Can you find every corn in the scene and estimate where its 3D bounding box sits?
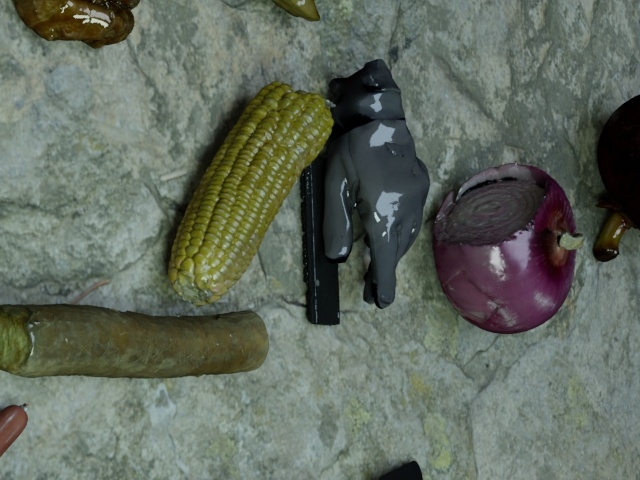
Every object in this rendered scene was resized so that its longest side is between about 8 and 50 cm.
[{"bbox_3d":[-0.078,-0.052,1.955,0.101,0.101,0.292,49,53,-32],"label":"corn"}]

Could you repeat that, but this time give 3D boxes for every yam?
[{"bbox_3d":[-0.180,0.100,1.817,0.356,0.081,0.081,2,81,-49],"label":"yam"}]

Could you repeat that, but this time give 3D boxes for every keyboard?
[{"bbox_3d":[0.000,0.000,2.096,0.060,0.018,0.195,11,75,-56],"label":"keyboard"}]

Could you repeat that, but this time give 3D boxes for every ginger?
[{"bbox_3d":[-0.235,-0.240,1.820,0.162,0.073,0.103,20,69,-47],"label":"ginger"}]

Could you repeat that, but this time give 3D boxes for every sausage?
[{"bbox_3d":[-0.329,0.220,1.658,0.223,0.029,0.029,-52,121,-41],"label":"sausage"}]

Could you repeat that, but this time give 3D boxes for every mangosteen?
[{"bbox_3d":[0.466,-0.074,2.536,0.261,0.235,0.235,-43,126,5],"label":"mangosteen"}]

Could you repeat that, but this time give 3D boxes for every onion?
[{"bbox_3d":[0.232,0.020,2.254,0.200,0.200,0.207,49,18,-32],"label":"onion"}]

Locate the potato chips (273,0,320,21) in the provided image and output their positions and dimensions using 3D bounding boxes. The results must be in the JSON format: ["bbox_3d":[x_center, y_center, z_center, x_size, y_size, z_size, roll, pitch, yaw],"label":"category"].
[{"bbox_3d":[-0.135,-0.346,1.969,0.407,0.057,0.080,27,77,-44],"label":"potato chips"}]

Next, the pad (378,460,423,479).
[{"bbox_3d":[0.053,0.392,2.053,0.323,0.055,0.250,-7,90,-50],"label":"pad"}]

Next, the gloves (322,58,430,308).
[{"bbox_3d":[0.056,-0.064,2.104,0.142,0.119,0.285,-5,90,-30],"label":"gloves"}]
